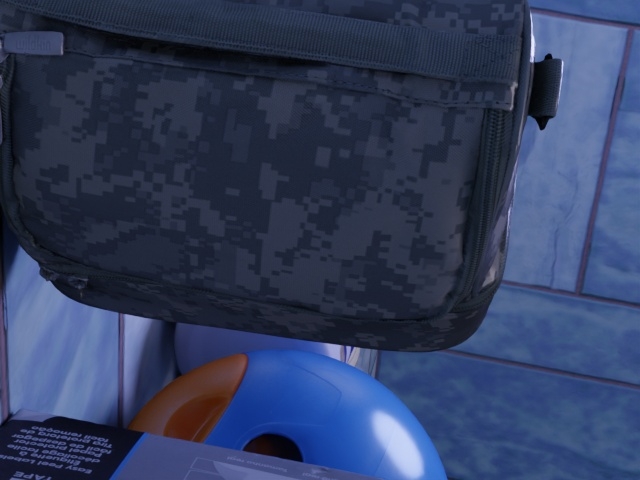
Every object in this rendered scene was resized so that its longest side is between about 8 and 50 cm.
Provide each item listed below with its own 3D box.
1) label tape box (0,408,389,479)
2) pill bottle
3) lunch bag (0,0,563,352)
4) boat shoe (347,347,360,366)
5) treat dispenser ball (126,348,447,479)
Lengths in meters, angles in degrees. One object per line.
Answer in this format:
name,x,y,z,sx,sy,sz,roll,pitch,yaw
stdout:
label tape box,-0.108,0.220,0.916,0.348,0.249,0.115,-55,155,-73
pill bottle,-0.025,0.043,1.570,0.265,0.153,0.153,-61,160,-57
lunch bag,-0.033,-0.070,0.927,0.256,0.305,0.213,89,10,-73
boat shoe,-0.050,0.098,1.711,0.342,0.123,0.123,-39,129,-58
treat dispenser ball,-0.036,0.231,1.352,0.288,0.288,0.288,10,90,-83
